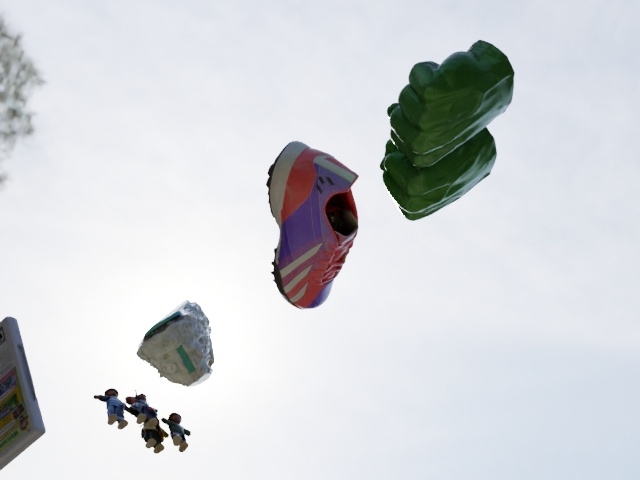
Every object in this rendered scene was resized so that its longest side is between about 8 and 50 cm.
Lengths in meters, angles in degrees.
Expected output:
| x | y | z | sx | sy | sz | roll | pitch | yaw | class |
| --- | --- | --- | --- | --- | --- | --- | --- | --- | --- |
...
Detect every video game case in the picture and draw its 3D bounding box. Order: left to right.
| x | y | z | sx | sy | sz | roll | pitch | yaw | class |
| --- | --- | --- | --- | --- | --- | --- | --- | --- | --- |
| -0.479 | 0.243 | 1.848 | 0.212 | 0.193 | 0.023 | -39 | -36 | 23 | video game case |

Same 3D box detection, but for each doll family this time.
| x | y | z | sx | sy | sz | roll | pitch | yaw | class |
| --- | --- | --- | --- | --- | --- | --- | --- | --- | --- |
| -0.322 | 0.320 | 2.374 | 0.076 | 0.111 | 0.193 | -42 | -62 | 10 | doll family |

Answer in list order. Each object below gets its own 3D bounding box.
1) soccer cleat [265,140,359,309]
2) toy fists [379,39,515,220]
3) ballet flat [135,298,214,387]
| x | y | z | sx | sy | sz | roll | pitch | yaw | class |
| --- | --- | --- | --- | --- | --- | --- | --- | --- | --- |
| 0.000 | 0.000 | 1.830 | 0.116 | 0.108 | 0.318 | 22 | -37 | 22 | soccer cleat |
| 0.142 | -0.126 | 1.594 | 0.096 | 0.142 | 0.279 | 45 | -22 | 20 | toy fists |
| -0.243 | 0.192 | 2.273 | 0.147 | 0.147 | 0.409 | 12 | 0 | -3 | ballet flat |
